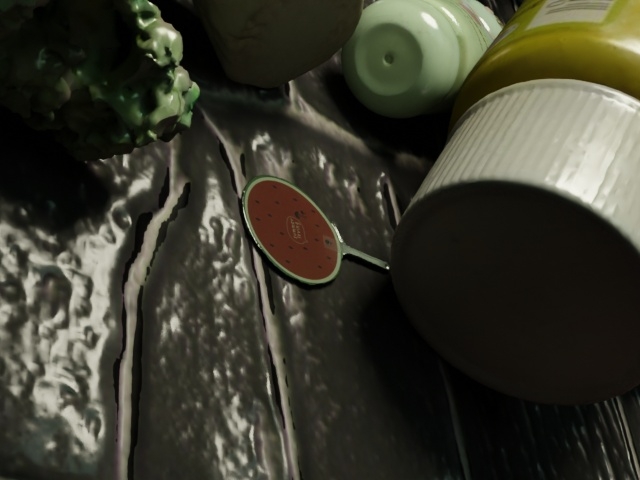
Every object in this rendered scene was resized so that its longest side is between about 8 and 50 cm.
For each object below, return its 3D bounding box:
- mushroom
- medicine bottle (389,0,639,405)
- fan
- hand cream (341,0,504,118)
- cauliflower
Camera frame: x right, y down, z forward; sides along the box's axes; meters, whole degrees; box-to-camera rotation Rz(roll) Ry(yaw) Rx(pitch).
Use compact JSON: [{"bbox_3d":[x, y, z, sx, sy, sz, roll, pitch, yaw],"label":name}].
[{"bbox_3d":[-0.036,-0.247,0.670,0.128,0.128,0.350,-60,153,-55],"label":"mushroom"},{"bbox_3d":[0.212,-0.074,0.810,0.224,0.224,0.384,46,46,-10],"label":"medicine bottle"},{"bbox_3d":[0.000,0.000,0.722,0.133,0.005,0.085,22,43,-37],"label":"fan"},{"bbox_3d":[0.111,-0.161,0.947,0.147,0.093,0.306,54,25,5],"label":"hand cream"},{"bbox_3d":[-0.108,-0.160,0.502,0.256,0.315,0.238,13,89,-55],"label":"cauliflower"}]
